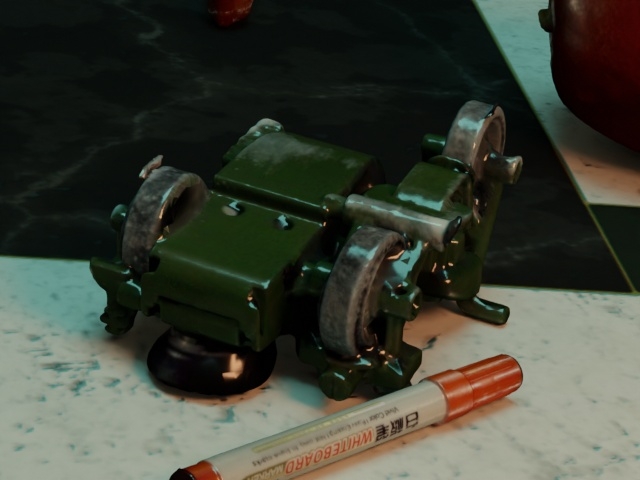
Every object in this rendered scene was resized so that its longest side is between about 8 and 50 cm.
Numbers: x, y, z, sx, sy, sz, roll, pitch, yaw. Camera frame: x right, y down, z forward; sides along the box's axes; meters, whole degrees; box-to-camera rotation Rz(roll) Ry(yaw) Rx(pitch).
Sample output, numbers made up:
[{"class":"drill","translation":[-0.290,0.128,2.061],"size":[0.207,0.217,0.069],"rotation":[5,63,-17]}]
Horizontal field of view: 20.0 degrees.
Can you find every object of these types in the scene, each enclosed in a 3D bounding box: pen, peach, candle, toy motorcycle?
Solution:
[{"class":"pen","translation":[0.020,0.101,0.974],"size":[0.239,0.028,0.028],"rotation":[-15,32,-39]},{"class":"peach","translation":[0.332,-0.145,1.403],"size":[0.361,0.201,0.258],"rotation":[13,0,1]},{"class":"candle","translation":[-0.080,-0.275,1.748],"size":[0.048,0.051,0.329],"rotation":[-23,24,12]},{"class":"toy motorcycle","translation":[0.000,0.000,1.092],"size":[0.205,0.127,0.275],"rotation":[15,32,21]}]
